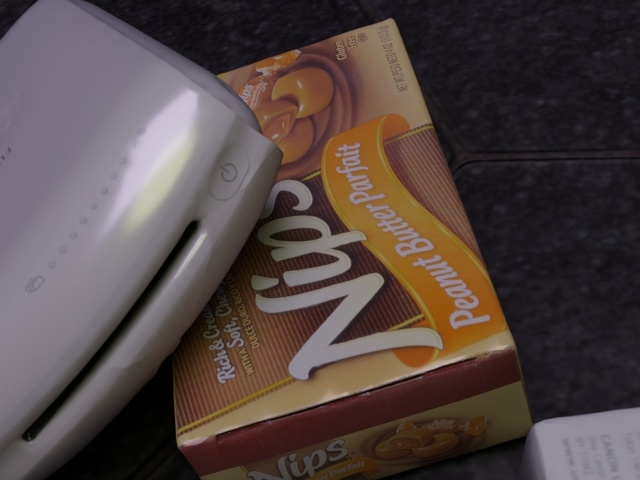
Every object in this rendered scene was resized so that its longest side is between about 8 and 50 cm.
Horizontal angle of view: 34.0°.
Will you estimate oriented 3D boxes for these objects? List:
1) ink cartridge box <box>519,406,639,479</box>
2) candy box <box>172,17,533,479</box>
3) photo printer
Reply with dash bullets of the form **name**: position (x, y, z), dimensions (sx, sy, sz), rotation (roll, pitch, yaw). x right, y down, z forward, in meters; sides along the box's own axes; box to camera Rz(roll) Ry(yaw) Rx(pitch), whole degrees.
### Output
- **ink cartridge box**: position (0.294, 0.194, 0.393), dimensions (0.385, 0.091, 0.308), rotation (-6, 45, 2)
- **candy box**: position (0.000, 0.000, 0.665), dimensions (0.183, 0.087, 0.316), rotation (-18, 44, 6)
- **photo printer**: position (-0.164, -0.013, 0.639), dimensions (0.256, 0.107, 0.307), rotation (-52, 36, 0)
